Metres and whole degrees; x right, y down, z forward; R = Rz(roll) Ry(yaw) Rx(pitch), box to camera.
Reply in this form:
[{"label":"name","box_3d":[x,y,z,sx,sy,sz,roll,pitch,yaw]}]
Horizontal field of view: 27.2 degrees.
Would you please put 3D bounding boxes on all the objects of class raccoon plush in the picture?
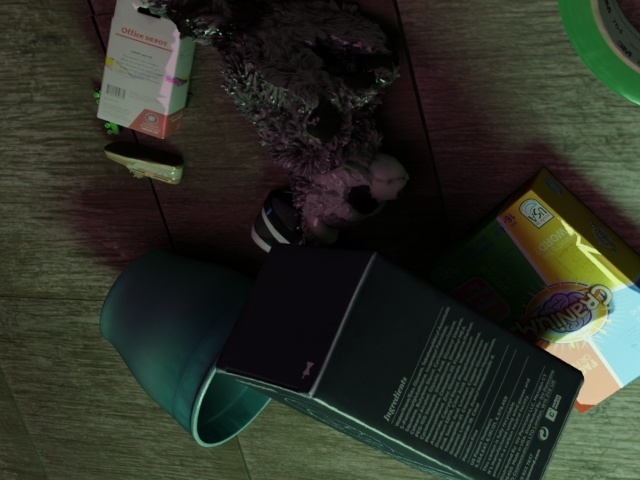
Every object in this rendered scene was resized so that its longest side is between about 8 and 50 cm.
[{"label":"raccoon plush","box_3d":[-0.060,-0.199,1.877,0.446,0.216,0.299,40,146,23]}]

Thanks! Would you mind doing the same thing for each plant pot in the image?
[{"label":"plant pot","box_3d":[-0.205,0.147,2.131,0.255,0.272,0.271,33,134,22]}]

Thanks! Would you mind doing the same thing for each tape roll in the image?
[{"label":"tape roll","box_3d":[0.446,-0.302,1.570,0.321,0.077,0.321,14,128,19]}]

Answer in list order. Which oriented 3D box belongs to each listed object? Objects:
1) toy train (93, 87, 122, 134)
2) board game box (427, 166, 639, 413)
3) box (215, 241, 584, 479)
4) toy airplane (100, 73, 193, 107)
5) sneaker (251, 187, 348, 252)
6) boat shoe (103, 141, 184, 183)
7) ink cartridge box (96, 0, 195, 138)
[{"label":"toy train","box_3d":[-0.335,-0.204,2.091,0.024,0.017,0.083,-4,121,19]},{"label":"board game box","box_3d":[0.349,0.078,1.905,0.316,0.064,0.242,41,132,-5]},{"label":"box","box_3d":[0.108,0.183,1.854,0.395,0.212,0.293,30,168,-27]},{"label":"toy airplane","box_3d":[-0.262,-0.237,2.017,0.151,0.028,0.151,6,110,18]},{"label":"sneaker","box_3d":[0.000,0.000,2.020,0.217,0.079,0.121,30,133,7]},{"label":"boat shoe","box_3d":[-0.282,-0.120,2.101,0.135,0.050,0.045,17,124,16]},{"label":"ink cartridge box","box_3d":[-0.252,-0.264,1.951,0.115,0.067,0.198,19,114,13]}]
